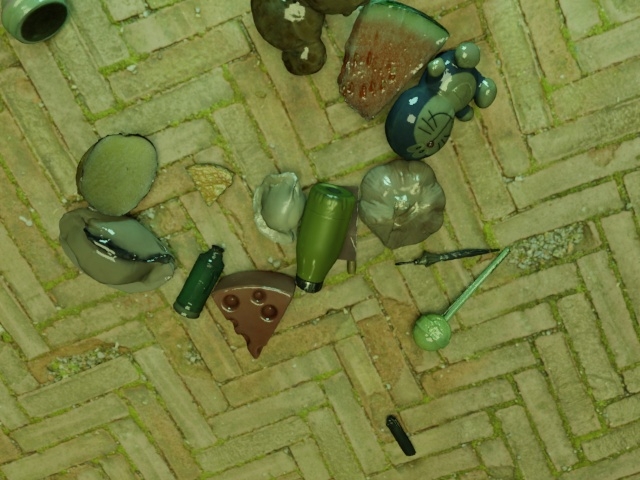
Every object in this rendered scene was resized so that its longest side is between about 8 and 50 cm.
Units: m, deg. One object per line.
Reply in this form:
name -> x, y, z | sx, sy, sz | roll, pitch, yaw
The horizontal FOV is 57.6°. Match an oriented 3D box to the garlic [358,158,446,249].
garlic -> 0.186, -0.075, 1.325 | 0.218, 0.212, 0.219 | 1, 102, 5

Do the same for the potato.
potato -> -0.490, -0.164, 1.349 | 0.182, 0.117, 0.202 | 35, 75, -50

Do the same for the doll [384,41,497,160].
doll -> 0.252, -0.296, 1.283 | 0.154, 0.228, 0.258 | 35, 92, 36

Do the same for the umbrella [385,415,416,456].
umbrella -> 0.216, 0.534, 1.583 | 0.036, 0.031, 0.133 | -29, 102, 6

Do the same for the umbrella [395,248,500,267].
umbrella -> 0.314, 0.039, 1.451 | 0.269, 0.044, 0.044 | -7, 80, -7

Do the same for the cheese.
cheese -> -0.181, 0.154, 1.439 | 0.177, 0.128, 0.203 | 29, 108, -5

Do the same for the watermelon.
watermelon -> 0.136, -0.398, 1.290 | 0.193, 0.140, 0.257 | 25, 114, -11

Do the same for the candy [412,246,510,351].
candy -> 0.360, 0.144, 1.463 | 0.335, 0.093, 0.092 | -49, 143, 3

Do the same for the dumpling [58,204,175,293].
dumpling -> -0.498, 0.044, 1.391 | 0.293, 0.163, 0.204 | 34, 99, -20

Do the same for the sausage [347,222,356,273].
sausage -> 0.078, 0.019, 1.446 | 0.024, 0.024, 0.132 | 0, 106, 0

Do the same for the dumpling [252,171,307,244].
dumpling -> -0.100, -0.082, 1.385 | 0.127, 0.108, 0.188 | 23, 122, 23

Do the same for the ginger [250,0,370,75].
ginger -> -0.035, -0.501, 1.219 | 0.244, 0.155, 0.304 | 36, 134, -1

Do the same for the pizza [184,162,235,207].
pizza -> -0.270, -0.135, 1.406 | 0.123, 0.026, 0.109 | 9, 108, -5

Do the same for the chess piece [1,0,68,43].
chess piece -> -0.681, -0.570, 1.251 | 0.139, 0.139, 0.272 | -39, 90, 10

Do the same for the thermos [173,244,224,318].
thermos -> -0.295, 0.099, 1.441 | 0.073, 0.083, 0.188 | 28, 103, -4

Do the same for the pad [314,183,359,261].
pad -> 0.036, -0.043, 1.424 | 0.113, 0.006, 0.188 | 6, 106, 14

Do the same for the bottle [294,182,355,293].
bottle -> 0.000, 0.000, 1.384 | 0.112, 0.112, 0.260 | 14, 111, -3
